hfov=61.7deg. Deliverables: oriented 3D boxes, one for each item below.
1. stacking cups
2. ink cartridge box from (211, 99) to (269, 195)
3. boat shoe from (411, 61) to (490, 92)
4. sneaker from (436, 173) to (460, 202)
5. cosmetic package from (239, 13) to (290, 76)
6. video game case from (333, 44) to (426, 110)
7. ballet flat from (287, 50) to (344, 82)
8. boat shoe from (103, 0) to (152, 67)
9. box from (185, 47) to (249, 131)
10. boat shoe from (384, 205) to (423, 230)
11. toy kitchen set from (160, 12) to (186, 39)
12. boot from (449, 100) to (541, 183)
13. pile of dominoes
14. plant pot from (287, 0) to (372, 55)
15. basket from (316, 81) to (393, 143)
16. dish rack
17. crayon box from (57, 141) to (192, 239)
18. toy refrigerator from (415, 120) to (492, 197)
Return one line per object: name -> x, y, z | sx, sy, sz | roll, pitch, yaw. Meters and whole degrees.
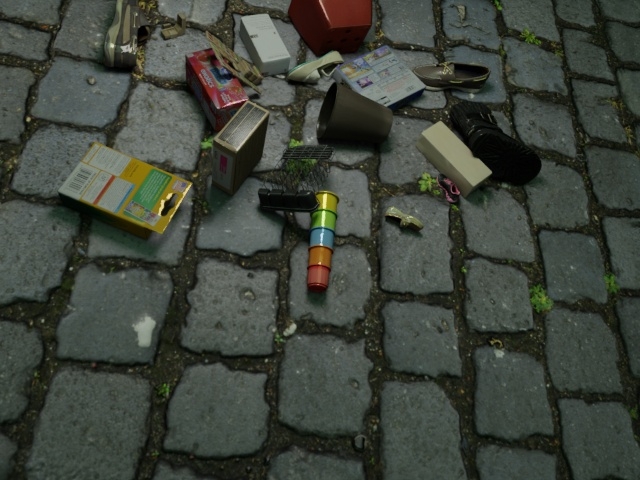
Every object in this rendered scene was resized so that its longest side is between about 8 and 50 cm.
stacking cups -> 0.000, 0.000, 1.658 | 0.096, 0.096, 0.316 | 11, 61, -8
ink cartridge box -> -0.252, -0.285, 1.668 | 0.088, 0.234, 0.193 | 30, 59, 4
boat shoe -> 0.514, -0.661, 2.129 | 0.325, 0.096, 0.116 | 3, 63, -12
sneaker -> 0.456, -0.195, 1.892 | 0.047, 0.057, 0.119 | -19, 67, -20
cosmetic package -> -0.209, -0.731, 2.000 | 0.117, 0.085, 0.231 | -19, 67, -21
video game case -> 0.226, -0.607, 2.052 | 0.270, 0.061, 0.244 | -31, 74, -26
ballet flat -> -0.009, -0.639, 2.006 | 0.248, 0.086, 0.086 | -35, 75, -27
boat shoe -> -0.665, -0.747, 1.889 | 0.130, 0.132, 0.355 | 13, 69, -18
box -> -0.355, -0.516, 1.825 | 0.123, 0.128, 0.256 | -23, 70, -23
boat shoe -> 0.277, -0.063, 1.787 | 0.135, 0.050, 0.045 | 28, 63, 13
toy kitchen set -> -0.547, -0.793, 1.956 | 0.083, 0.075, 0.068 | -29, 72, -29
boot -> 0.652, -0.375, 1.995 | 0.348, 0.131, 0.260 | 27, 30, -27
pile of dominoes -> -0.290, -0.625, 1.850 | 0.040, 0.251, 0.196 | -36, 68, 16
plant pot -> 0.055, -0.863, 2.049 | 0.267, 0.267, 0.235 | -12, 79, -19
basket -> 0.124, -0.427, 1.876 | 0.227, 0.204, 0.154 | 12, 36, -18
dish rack -> -0.067, -0.209, 1.723 | 0.208, 0.074, 0.271 | 6, 49, 25
crayon box -> -0.574, -0.139, 1.601 | 0.323, 0.083, 0.203 | 23, 60, 0
toy refrigerator -> 0.475, -0.291, 1.930 | 0.102, 0.094, 0.269 | -35, 74, -21
